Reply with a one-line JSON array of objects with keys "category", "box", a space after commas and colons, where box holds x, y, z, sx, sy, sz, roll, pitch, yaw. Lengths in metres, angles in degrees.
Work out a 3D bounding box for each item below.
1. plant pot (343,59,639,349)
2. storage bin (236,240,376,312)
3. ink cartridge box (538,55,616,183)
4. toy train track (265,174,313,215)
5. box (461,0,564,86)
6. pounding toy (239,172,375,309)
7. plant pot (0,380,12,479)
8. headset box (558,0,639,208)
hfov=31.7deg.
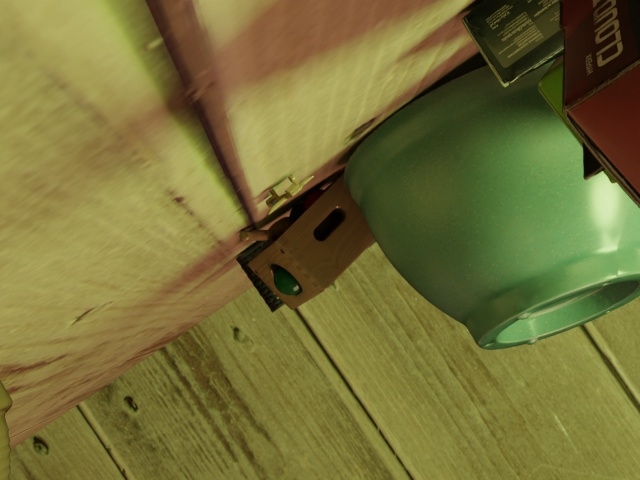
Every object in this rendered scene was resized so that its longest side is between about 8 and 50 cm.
[{"category": "plant pot", "box": [0.192, -0.019, 1.036, 0.293, 0.196, 0.293, -18, 162, -6]}, {"category": "storage bin", "box": [0.000, 0.000, 1.394, 0.180, 0.084, 0.122, -34, 179, 25]}, {"category": "ink cartridge box", "box": [0.294, -0.173, 0.858, 0.189, 0.097, 0.255, -34, -172, 35]}, {"category": "toy train track", "box": [-0.033, -0.038, 0.906, 0.048, 0.014, 0.083, -41, -174, -15]}, {"category": "box", "box": [0.206, -0.184, 0.668, 0.220, 0.051, 0.175, -35, 179, 31]}, {"category": "pounding toy", "box": [-0.019, 0.000, 1.167, 0.141, 0.100, 0.130, -45, -177, -24]}, {"category": "plant pot", "box": [-0.308, 0.202, 0.804, 0.237, 0.109, 0.237, -34, 177, -2]}, {"category": "headset box", "box": [0.211, -0.123, 0.408, 0.293, 0.110, 0.218, -35, -159, 29]}]
